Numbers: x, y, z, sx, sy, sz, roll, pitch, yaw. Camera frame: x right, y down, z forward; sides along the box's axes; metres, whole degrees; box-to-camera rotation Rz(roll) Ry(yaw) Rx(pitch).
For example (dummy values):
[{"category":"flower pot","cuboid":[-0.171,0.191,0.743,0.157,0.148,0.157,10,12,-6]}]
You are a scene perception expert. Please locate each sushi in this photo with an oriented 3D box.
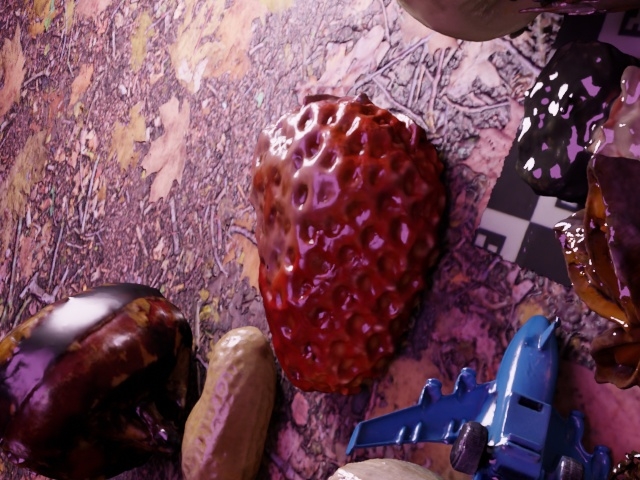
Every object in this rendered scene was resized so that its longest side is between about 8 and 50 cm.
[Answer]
[{"category":"sushi","cuboid":[0.275,-0.084,0.727,0.373,0.100,0.296,29,101,50]}]

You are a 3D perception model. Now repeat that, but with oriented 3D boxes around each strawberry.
[{"category":"strawberry","cuboid":[0.000,0.000,0.986,0.265,0.149,0.336,-2,77,47]}]

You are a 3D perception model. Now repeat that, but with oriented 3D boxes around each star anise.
[{"category":"star anise","cuboid":[0.258,0.051,0.664,0.099,0.220,0.214,-21,53,-8]}]

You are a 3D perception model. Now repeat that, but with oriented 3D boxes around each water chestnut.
[{"category":"water chestnut","cuboid":[-0.281,0.201,1.167,0.300,0.300,0.300,-19,64,45]}]

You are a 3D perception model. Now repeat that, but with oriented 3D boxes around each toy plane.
[{"category":"toy plane","cuboid":[0.160,0.168,0.737,0.105,0.254,0.271,104,-172,-60]}]

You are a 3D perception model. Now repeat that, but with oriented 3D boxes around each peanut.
[{"category":"peanut","cuboid":[-0.113,0.215,1.088,0.108,0.095,0.226,11,86,47]}]

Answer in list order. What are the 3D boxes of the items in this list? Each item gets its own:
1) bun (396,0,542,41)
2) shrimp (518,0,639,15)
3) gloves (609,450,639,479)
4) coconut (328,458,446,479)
[{"category":"bun","cuboid":[0.152,-0.313,0.823,0.259,0.259,0.160,-50,51,27]},{"category":"shrimp","cuboid":[0.276,-0.265,0.752,0.251,0.052,0.143,-14,98,18]},{"category":"gloves","cuboid":[0.281,0.183,0.537,0.210,0.135,0.312,21,121,21]},{"category":"coconut","cuboid":[0.066,0.286,0.797,0.194,0.194,0.194,-19,64,45]}]
